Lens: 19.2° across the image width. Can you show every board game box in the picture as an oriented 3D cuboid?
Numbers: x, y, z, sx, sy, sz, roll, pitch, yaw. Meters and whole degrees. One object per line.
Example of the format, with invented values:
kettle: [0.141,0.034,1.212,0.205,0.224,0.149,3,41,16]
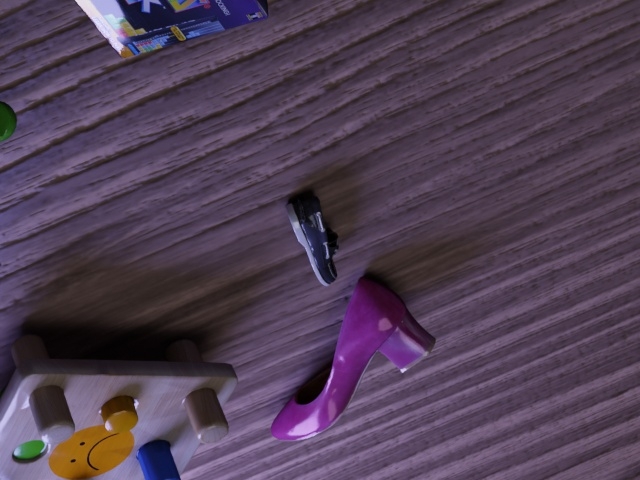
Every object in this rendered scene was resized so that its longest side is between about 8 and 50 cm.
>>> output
board game box: [-0.139,-0.229,1.581,0.141,0.048,0.170,-13,150,16]

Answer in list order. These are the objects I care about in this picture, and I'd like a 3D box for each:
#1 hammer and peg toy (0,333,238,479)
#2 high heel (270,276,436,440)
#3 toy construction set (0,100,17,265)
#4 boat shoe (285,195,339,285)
hammer and peg toy: [-0.263,0.254,2.054,0.266,0.127,0.361,3,134,-33]
high heel: [0.006,0.135,2.119,0.117,0.082,0.244,44,126,-17]
toy construction set: [-0.364,-0.033,1.646,0.309,0.257,0.237,-57,175,7]
boat shoe: [0.000,0.000,1.964,0.038,0.046,0.125,-22,134,4]
